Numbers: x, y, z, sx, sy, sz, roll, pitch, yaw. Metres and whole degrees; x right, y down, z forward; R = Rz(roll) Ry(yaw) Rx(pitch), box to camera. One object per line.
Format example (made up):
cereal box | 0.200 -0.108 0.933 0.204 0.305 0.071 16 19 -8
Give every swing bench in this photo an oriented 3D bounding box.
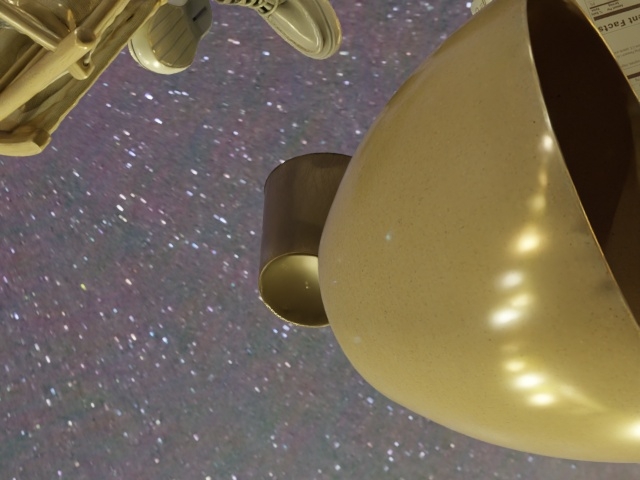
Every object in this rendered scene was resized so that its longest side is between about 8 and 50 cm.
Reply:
swing bench | -0.243 -0.230 0.744 0.165 0.255 0.253 33 -123 -10

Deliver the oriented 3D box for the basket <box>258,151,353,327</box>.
basket | 0.000 0.000 1.122 0.205 0.226 0.154 4 -54 7

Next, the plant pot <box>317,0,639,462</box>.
plant pot | 0.112 0.010 0.503 0.284 0.191 0.284 34 -136 -40

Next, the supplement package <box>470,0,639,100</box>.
supplement package | 0.308 -0.182 0.794 0.198 0.199 0.262 -18 -97 -9

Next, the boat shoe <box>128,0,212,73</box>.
boat shoe | -0.195 -0.249 0.983 0.076 0.226 0.083 -11 -68 16

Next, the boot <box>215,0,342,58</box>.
boot | -0.090 -0.323 1.051 0.258 0.095 0.123 46 -133 -6
